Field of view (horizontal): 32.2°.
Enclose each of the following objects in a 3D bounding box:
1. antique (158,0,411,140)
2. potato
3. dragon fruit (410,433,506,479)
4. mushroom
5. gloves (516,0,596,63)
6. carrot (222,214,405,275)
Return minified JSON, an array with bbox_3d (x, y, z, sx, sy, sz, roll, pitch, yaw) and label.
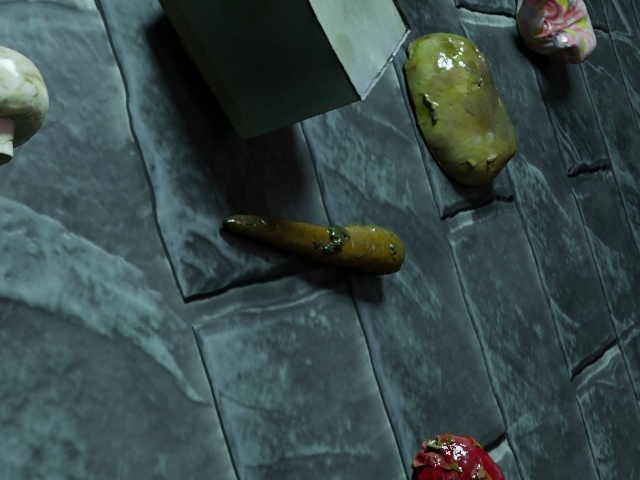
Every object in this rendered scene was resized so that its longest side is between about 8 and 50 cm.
[{"bbox_3d":[-0.031,-0.186,0.914,0.146,0.148,0.152,59,34,-21],"label":"antique"},{"bbox_3d":[0.179,-0.161,1.317,0.200,0.081,0.164,55,34,-33],"label":"potato"},{"bbox_3d":[0.141,0.258,1.046,0.094,0.094,0.190,-74,149,-42],"label":"dragon fruit"},{"bbox_3d":[-0.201,-0.076,0.647,0.084,0.084,0.067,5,66,-58],"label":"mushroom"},{"bbox_3d":[0.344,-0.338,1.636,0.241,0.126,0.145,21,83,-57],"label":"gloves"},{"bbox_3d":[0.000,0.000,0.986,0.254,0.049,0.049,10,67,-52],"label":"carrot"}]
